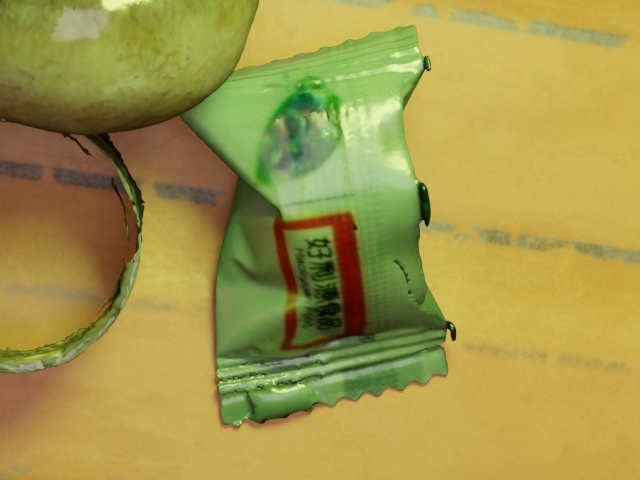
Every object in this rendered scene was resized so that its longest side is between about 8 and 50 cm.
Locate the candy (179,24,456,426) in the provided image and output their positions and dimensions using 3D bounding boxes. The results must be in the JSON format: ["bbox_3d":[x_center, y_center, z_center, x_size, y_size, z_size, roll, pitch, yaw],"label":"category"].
[{"bbox_3d":[-0.001,-0.002,1.825,0.263,0.172,0.397,-5,117,3],"label":"candy"}]

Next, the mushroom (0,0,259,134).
[{"bbox_3d":[-0.222,-0.247,1.658,0.352,0.352,0.260,1,125,-8],"label":"mushroom"}]

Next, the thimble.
[{"bbox_3d":[-0.306,-0.009,1.766,0.271,0.150,0.270,-1,97,-8],"label":"thimble"}]
